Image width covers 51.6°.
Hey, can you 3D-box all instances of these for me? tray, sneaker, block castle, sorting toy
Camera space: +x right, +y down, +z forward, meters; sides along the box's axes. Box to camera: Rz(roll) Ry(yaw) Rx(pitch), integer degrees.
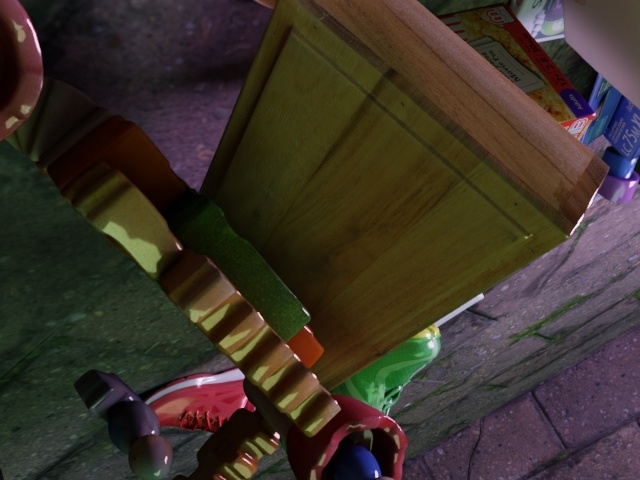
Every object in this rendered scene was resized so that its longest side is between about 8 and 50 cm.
[{"bbox_3d":[0.000,0.000,0.533,0.076,0.202,0.411,-48,179,-32],"label":"tray"},{"bbox_3d":[0.052,0.193,0.784,0.109,0.124,0.295,0,142,-40],"label":"sneaker"},{"bbox_3d":[-0.157,0.103,0.400,0.303,0.212,0.453,-46,123,-12],"label":"block castle"},{"bbox_3d":[0.531,-0.148,0.962,0.365,0.127,0.126,-12,126,-30],"label":"sorting toy"},{"bbox_3d":[-0.167,0.277,1.024,0.221,0.128,0.087,-15,149,-25],"label":"sneaker"}]

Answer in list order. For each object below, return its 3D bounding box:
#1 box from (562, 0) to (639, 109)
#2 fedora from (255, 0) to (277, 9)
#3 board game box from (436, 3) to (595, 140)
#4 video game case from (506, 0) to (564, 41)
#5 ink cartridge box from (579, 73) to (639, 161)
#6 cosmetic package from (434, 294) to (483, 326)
[{"bbox_3d":[0.257,-0.252,0.463,0.147,0.121,0.311,-31,146,2],"label":"box"},{"bbox_3d":[0.028,-0.211,0.421,0.194,0.079,0.194,-21,151,-12],"label":"fedora"},{"bbox_3d":[0.110,-0.124,0.566,0.193,0.147,0.045,-17,151,-18],"label":"board game box"},{"bbox_3d":[0.271,-0.262,0.604,0.190,0.022,0.173,-16,151,-20],"label":"video game case"},{"bbox_3d":[0.443,-0.205,0.760,0.311,0.065,0.186,-31,157,-2],"label":"ink cartridge box"},{"bbox_3d":[0.043,0.065,0.836,0.224,0.138,0.224,-39,150,21],"label":"cosmetic package"}]
